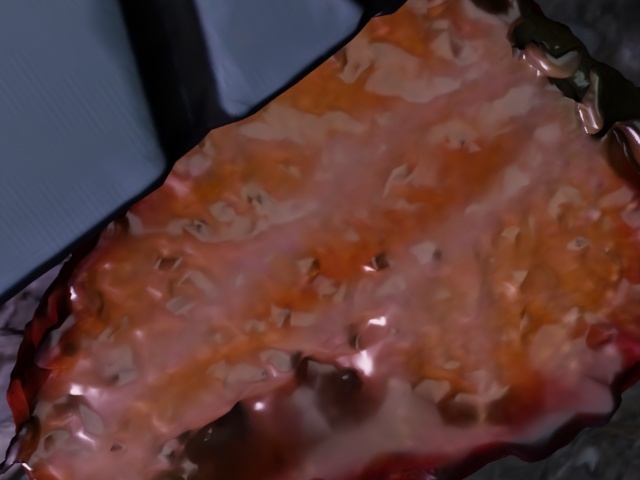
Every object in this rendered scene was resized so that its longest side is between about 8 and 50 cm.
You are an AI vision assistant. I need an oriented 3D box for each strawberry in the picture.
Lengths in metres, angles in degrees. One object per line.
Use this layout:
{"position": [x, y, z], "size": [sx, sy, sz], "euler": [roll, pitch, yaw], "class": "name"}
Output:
{"position": [0.018, 0.001, 0.797], "size": [0.253, 0.150, 0.280], "euler": [23, 110, -22], "class": "strawberry"}

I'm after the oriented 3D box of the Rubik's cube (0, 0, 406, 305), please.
{"position": [-0.121, -0.187, 0.524], "size": [0.293, 0.283, 0.288], "euler": [-39, 129, -7], "class": "Rubik's cube"}
